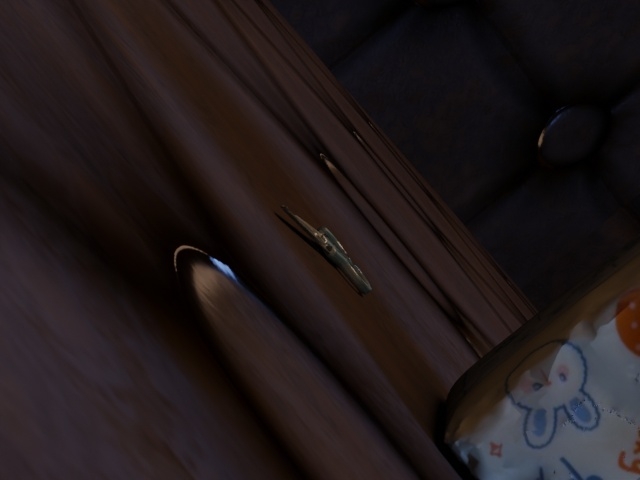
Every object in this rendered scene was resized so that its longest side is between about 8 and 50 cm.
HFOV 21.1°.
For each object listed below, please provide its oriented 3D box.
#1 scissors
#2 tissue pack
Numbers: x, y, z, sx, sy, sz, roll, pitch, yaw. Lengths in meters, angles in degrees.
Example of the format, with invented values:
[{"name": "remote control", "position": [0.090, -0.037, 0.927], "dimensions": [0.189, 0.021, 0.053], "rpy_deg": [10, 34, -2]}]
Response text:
[{"name": "scissors", "position": [0.000, 0.000, 0.701], "dimensions": [0.036, 0.006, 0.083], "rpy_deg": [55, 7, 25]}, {"name": "tissue pack", "position": [0.146, 0.035, 0.640], "dimensions": [0.092, 0.196, 0.148], "rpy_deg": [51, 6, 4]}]
